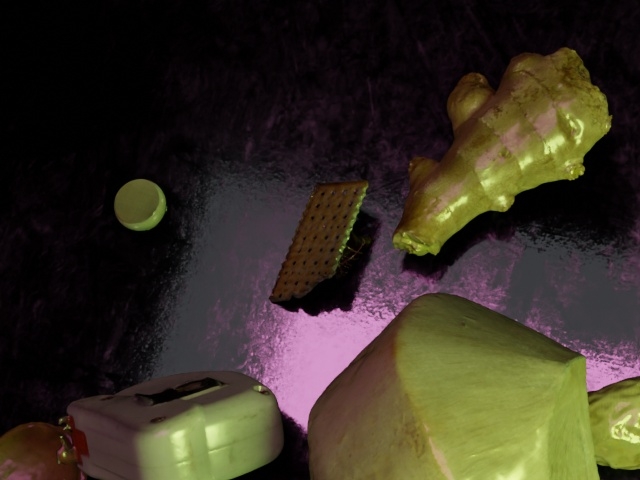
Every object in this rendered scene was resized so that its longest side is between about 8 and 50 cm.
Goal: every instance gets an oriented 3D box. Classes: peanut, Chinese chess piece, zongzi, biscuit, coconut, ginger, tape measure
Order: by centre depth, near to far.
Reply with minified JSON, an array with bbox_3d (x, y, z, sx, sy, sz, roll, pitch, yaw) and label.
[{"bbox_3d":[0.184,0.266,1.576,0.415,0.344,0.415,-14,71,45],"label":"coconut"},{"bbox_3d":[0.488,0.257,1.666,0.325,0.140,0.153,3,58,7],"label":"peanut"},{"bbox_3d":[-0.200,0.259,1.727,0.265,0.258,0.130,-17,100,-34],"label":"tape measure"},{"bbox_3d":[0.239,-0.147,1.849,0.375,0.166,0.236,-26,77,-6],"label":"ginger"},{"bbox_3d":[-0.001,0.000,1.872,0.144,0.016,0.203,-2,61,53],"label":"biscuit"},{"bbox_3d":[0.049,0.011,1.889,0.083,0.073,0.067,-49,64,34],"label":"zongzi"},{"bbox_3d":[-0.286,-0.056,1.977,0.084,0.034,0.084,-4,69,11],"label":"Chinese chess piece"}]

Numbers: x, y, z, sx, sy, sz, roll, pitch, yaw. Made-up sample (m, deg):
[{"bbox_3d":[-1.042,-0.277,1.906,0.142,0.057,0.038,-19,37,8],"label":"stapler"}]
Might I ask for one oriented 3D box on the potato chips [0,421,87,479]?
[{"bbox_3d":[-0.426,0.372,1.834,0.195,0.062,0.208,6,73,18],"label":"potato chips"}]
